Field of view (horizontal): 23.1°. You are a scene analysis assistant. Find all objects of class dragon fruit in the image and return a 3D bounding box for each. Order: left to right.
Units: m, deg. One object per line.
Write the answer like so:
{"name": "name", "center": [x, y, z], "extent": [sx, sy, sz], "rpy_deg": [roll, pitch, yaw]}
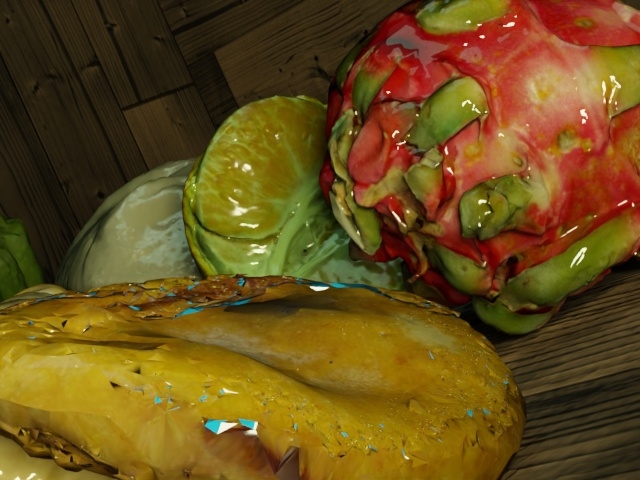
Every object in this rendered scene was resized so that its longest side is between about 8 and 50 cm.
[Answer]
{"name": "dragon fruit", "center": [0.139, -0.061, 1.070], "extent": [0.231, 0.237, 0.303], "rpy_deg": [33, 24, 33]}

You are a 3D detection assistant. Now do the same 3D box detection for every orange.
{"name": "orange", "center": [0.002, 0.004, 1.243], "extent": [0.179, 0.237, 0.158], "rpy_deg": [-47, -23, -27]}

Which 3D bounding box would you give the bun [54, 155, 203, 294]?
{"name": "bun", "center": [-0.117, 0.035, 1.475], "extent": [0.365, 0.219, 0.365], "rpy_deg": [-26, -1, 0]}

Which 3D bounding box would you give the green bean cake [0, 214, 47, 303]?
{"name": "green bean cake", "center": [-0.345, 0.144, 1.103], "extent": [0.319, 0.218, 0.335], "rpy_deg": [-10, 24, 10]}

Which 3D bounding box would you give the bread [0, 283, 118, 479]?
{"name": "bread", "center": [-0.148, 0.112, 0.866], "extent": [0.121, 0.173, 0.311], "rpy_deg": [-58, -1, 7]}

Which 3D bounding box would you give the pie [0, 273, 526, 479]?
{"name": "pie", "center": [-0.035, 0.063, 0.711], "extent": [0.273, 0.069, 0.273], "rpy_deg": [10, 11, -2]}
